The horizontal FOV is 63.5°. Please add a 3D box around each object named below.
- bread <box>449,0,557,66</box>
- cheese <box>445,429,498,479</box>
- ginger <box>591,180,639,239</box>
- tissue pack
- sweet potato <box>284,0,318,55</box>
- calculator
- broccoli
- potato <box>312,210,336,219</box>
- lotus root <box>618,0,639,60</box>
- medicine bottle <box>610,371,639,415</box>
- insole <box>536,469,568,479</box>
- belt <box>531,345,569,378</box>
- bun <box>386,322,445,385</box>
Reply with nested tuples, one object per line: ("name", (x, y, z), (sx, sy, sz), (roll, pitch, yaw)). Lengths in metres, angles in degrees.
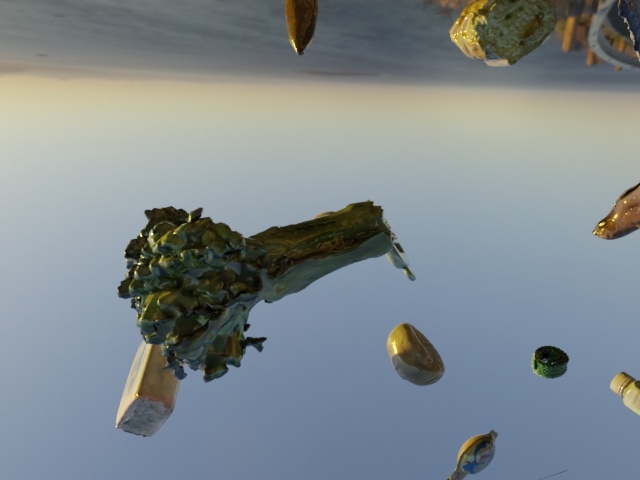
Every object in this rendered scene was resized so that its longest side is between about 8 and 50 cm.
("bread", (0.482, -0.578, 1.395), (0.238, 0.196, 0.252), (-37, -163, 6))
("cheese", (0.488, 0.731, 1.700), (0.177, 0.270, 0.069), (42, 179, -42))
("ginger", (0.778, -0.087, 1.218), (0.107, 0.133, 0.309), (13, 167, 0))
("tissue pack", (-0.456, 0.373, 1.430), (0.124, 0.201, 0.271), (23, -141, -18))
("sweet potato", (-0.024, -0.563, 1.180), (0.108, 0.346, 0.079), (9, 168, 38))
("calculator", (0.216, 0.001, 1.636), (0.042, 0.295, 0.184), (-31, 169, 14))
("broccoli", (-0.068, 0.008, 0.518), (0.274, 0.198, 0.177), (-29, -124, 4))
("potato", (0.000, 0.000, 1.097), (0.138, 0.091, 0.070), (-42, -177, -3))
("lotus root", (0.554, -0.408, 0.877), (0.078, 0.167, 0.329), (-16, 165, 37))
("medicine bottle", (0.692, 0.337, 1.111), (0.074, 0.055, 0.118), (2, -159, -30))
("insole", (0.782, 0.801, 1.760), (0.135, 0.045, 0.002), (-12, -119, -11))
("belt", (0.869, 0.470, 1.971), (0.151, 0.079, 0.121), (-18, -150, -34))
("bun", (0.246, 0.315, 1.393), (0.166, 0.113, 0.173), (32, -159, -50))
